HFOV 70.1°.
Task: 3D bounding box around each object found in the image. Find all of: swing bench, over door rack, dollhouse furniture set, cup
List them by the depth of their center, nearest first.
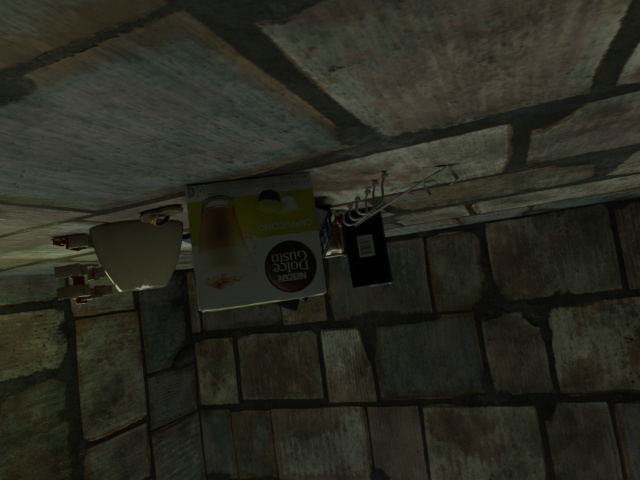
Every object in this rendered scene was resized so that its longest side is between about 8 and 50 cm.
[{"bbox_3d":[0.229,-0.153,1.437,0.323,0.108,0.239,-21,177,-9],"label":"over door rack"},{"bbox_3d":[-0.674,0.066,1.714,0.330,0.237,0.331,-8,175,-1],"label":"cup"},{"bbox_3d":[-0.920,0.112,1.731,0.135,0.260,0.262,-10,175,-4],"label":"dollhouse furniture set"},{"bbox_3d":[0.000,0.000,2.172,0.253,0.166,0.254,-8,-176,8],"label":"swing bench"}]

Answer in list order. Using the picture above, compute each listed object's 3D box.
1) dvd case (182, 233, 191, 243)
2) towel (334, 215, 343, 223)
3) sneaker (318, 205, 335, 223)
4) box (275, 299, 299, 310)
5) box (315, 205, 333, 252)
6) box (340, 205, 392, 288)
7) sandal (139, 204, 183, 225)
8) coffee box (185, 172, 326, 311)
[{"bbox_3d":[-0.513,0.006,2.170,0.180,0.022,0.253,-11,160,28],"label":"dvd case"},{"bbox_3d":[-0.049,-0.075,1.988,0.274,0.031,0.199,-9,-175,-15],"label":"towel"},{"bbox_3d":[-0.054,-0.099,1.805,0.234,0.084,0.097,-10,152,9],"label":"sneaker"},{"bbox_3d":[-0.189,0.094,1.791,0.211,0.294,0.395,14,169,15],"label":"box"},{"bbox_3d":[-0.038,0.060,1.683,0.073,0.294,0.295,21,165,11],"label":"box"},{"bbox_3d":[0.220,0.041,2.119,0.178,0.344,0.312,-10,174,10],"label":"box"},{"bbox_3d":[-0.508,-0.073,1.452,0.180,0.049,0.072,-10,174,30],"label":"sandal"},{"bbox_3d":[-0.175,0.018,1.341,0.337,0.335,0.338,-7,175,-4],"label":"coffee box"}]
